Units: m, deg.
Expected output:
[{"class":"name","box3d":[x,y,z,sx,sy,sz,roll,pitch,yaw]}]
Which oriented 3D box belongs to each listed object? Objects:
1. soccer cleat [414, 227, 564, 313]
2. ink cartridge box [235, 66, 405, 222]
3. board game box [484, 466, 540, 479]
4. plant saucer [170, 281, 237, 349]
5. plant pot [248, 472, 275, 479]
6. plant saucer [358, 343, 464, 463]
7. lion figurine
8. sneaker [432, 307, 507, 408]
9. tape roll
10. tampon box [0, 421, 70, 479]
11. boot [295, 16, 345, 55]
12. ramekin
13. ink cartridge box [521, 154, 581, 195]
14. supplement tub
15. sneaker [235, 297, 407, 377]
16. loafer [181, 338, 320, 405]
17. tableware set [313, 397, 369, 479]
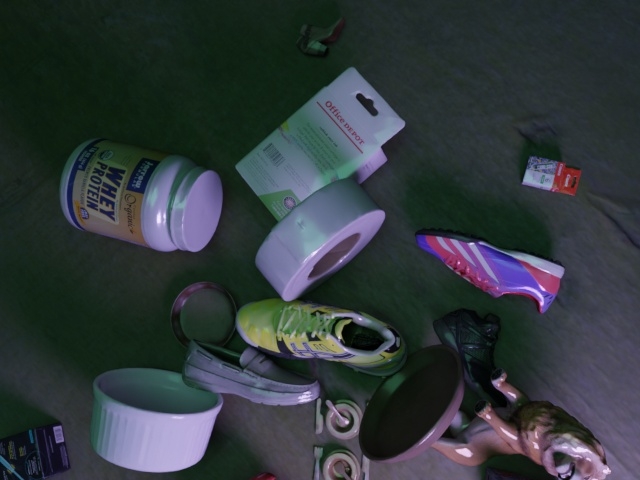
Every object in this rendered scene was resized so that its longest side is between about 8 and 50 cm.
[{"class":"soccer cleat","box3d":[0.347,0.057,1.292,0.318,0.108,0.116,17,89,12]},{"class":"ink cartridge box","box3d":[0.008,-0.201,1.393,0.353,0.119,0.207,-40,75,5]},{"class":"board game box","box3d":[0.407,0.497,1.183,0.194,0.194,0.060,10,80,-7]},{"class":"plant saucer","box3d":[-0.274,0.183,1.443,0.168,0.029,0.168,-2,81,13]},{"class":"plant pot","box3d":[-0.132,0.600,1.266,0.191,0.191,0.174,-37,73,5]},{"class":"plant saucer","box3d":[0.186,0.329,1.214,0.041,0.278,0.278,42,92,-13]},{"class":"lion figurine","box3d":[0.341,0.382,1.190,0.240,0.392,0.142,43,58,-13]},{"class":"sneaker","box3d":[0.347,0.240,1.269,0.130,0.087,0.227,-33,71,12]},{"class":"tape roll","box3d":[0.000,0.000,1.280,0.286,0.286,0.100,-41,75,4]},{"class":"tampon box","box3d":[-0.707,0.521,1.446,0.161,0.101,0.120,-19,77,10]},{"class":"boot","box3d":[-0.004,-0.510,1.484,0.087,0.042,0.118,32,89,17]},{"class":"ramekin","box3d":[-0.361,0.385,1.311,0.277,0.277,0.135,14,92,14]},{"class":"ink cartridge box","box3d":[0.507,-0.142,1.323,0.115,0.029,0.063,16,85,14]},{"class":"supplement tub","box3d":[-0.412,-0.103,1.414,0.316,0.228,0.228,13,85,14]},{"class":"sneaker","box3d":[0.000,0.185,1.306,0.384,0.147,0.145,8,63,9]},{"class":"loafer","box3d":[-0.156,0.291,1.350,0.319,0.112,0.111,8,95,8]},{"class":"tableware set","box3d":[0.047,0.449,1.327,0.128,0.039,0.194,1,82,12]}]
